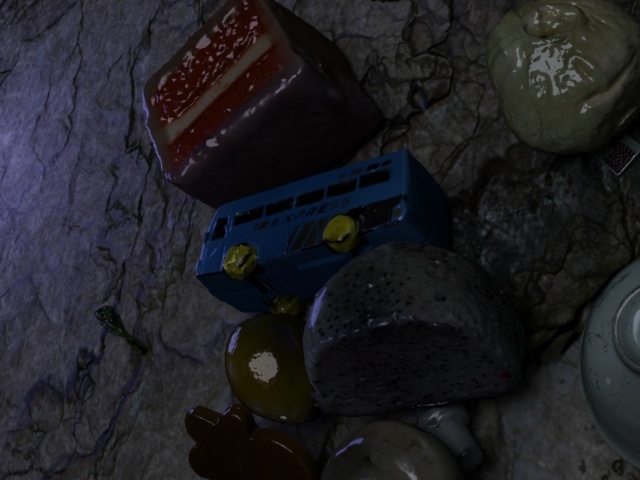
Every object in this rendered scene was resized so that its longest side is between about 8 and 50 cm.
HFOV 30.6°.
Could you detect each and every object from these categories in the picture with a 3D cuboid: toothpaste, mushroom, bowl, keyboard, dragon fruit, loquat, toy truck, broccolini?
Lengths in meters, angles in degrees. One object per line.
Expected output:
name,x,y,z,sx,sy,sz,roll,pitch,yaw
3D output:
toothpaste,0.140,0.208,1.615,0.099,0.068,0.282,-27,45,-8
mushroom,0.066,0.352,1.481,0.243,0.243,0.243,-15,62,31
bowl,0.423,0.120,1.381,0.313,0.146,0.313,-16,62,32
keyboard,0.375,-0.155,1.618,0.055,0.017,0.166,-48,50,10
dragon fruit,0.108,0.093,1.542,0.283,0.221,0.204,-15,49,21
loquat,-0.060,0.189,1.707,0.152,0.152,0.195,-36,57,19
toy truck,0.000,0.000,1.749,0.385,0.161,0.162,-16,50,31
broccolini,-0.340,0.154,2.018,0.035,0.030,0.140,-36,48,-27

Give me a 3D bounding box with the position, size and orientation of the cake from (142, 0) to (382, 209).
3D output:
cake,-0.102,-0.205,1.858,0.309,0.230,0.237,-38,51,18

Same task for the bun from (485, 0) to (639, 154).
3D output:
bun,0.326,-0.233,1.582,0.244,0.153,0.244,-14,57,23

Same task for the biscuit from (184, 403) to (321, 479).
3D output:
biscuit,-0.097,0.322,1.697,0.236,0.039,0.180,19,123,30
